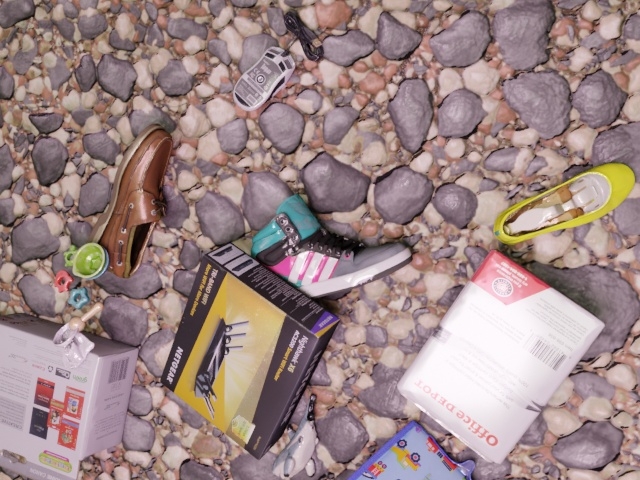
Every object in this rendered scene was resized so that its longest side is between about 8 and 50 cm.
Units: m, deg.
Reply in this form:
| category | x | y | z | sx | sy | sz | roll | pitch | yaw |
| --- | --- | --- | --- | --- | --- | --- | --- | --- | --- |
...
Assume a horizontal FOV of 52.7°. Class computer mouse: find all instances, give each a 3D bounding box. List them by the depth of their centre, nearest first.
| category | x | y | z | sx | sy | sz | roll | pitch | yaw |
| --- | --- | --- | --- | --- | --- | --- | --- | --- | --- |
| computer mouse | -0.085 | -0.319 | 1.195 | 0.193 | 0.042 | 0.106 | -45 | 81 | 7 |

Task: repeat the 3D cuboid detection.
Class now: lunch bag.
| category | x | y | z | sx | sy | sz | roll | pitch | yaw |
| --- | --- | --- | --- | --- | --- | --- | --- | --- | --- |
| lunch bag | 0.141 | 0.451 | 1.037 | 0.293 | 0.138 | 0.221 | -38 | 69 | -16 |

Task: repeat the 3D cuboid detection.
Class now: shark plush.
| category | x | y | z | sx | sy | sz | roll | pitch | yaw |
| --- | --- | --- | --- | --- | --- | --- | --- | --- | --- |
| shark plush | -0.046 | 0.358 | 1.170 | 0.067 | 0.073 | 0.162 | 19 | 101 | 48 |

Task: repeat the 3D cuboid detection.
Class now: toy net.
| category | x | y | z | sx | sy | sz | roll | pitch | yaw |
| --- | --- | --- | --- | --- | --- | --- | --- | --- | --- |
| toy net | -0.462 | 0.119 | 1.201 | 0.121 | 0.045 | 0.233 | 5 | 75 | 16 |

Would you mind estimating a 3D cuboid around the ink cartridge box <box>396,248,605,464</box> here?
| category | x | y | z | sx | sy | sz | roll | pitch | yaw |
| --- | --- | --- | --- | --- | --- | --- | --- | --- | --- |
| ink cartridge box | 0.280 | 0.179 | 1.029 | 0.197 | 0.114 | 0.273 | 36 | 99 | 14 |

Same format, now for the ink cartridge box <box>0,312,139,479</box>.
| category | x | y | z | sx | sy | sz | roll | pitch | yaw |
| --- | --- | --- | --- | --- | --- | --- | --- | --- | --- |
| ink cartridge box | -0.551 | 0.314 | 1.294 | 0.309 | 0.130 | 0.272 | 13 | 93 | 18 |

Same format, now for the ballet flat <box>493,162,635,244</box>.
| category | x | y | z | sx | sy | sz | roll | pitch | yaw |
| --- | --- | --- | --- | --- | --- | --- | --- | --- | --- |
| ballet flat | 0.383 | -0.054 | 1.016 | 0.230 | 0.077 | 0.077 | -25 | 81 | 16 |

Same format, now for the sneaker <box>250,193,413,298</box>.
| category | x | y | z | sx | sy | sz | roll | pitch | yaw |
| --- | --- | --- | --- | --- | --- | --- | --- | --- | --- |
| sneaker | 0.000 | 0.000 | 1.125 | 0.295 | 0.124 | 0.179 | -16 | 94 | 19 |

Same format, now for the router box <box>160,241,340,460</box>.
| category | x | y | z | sx | sy | sz | roll | pitch | yaw |
| --- | --- | --- | --- | --- | --- | --- | --- | --- | --- |
| router box | -0.133 | 0.196 | 1.132 | 0.242 | 0.081 | 0.309 | 33 | 120 | 16 |

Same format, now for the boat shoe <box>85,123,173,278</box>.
| category | x | y | z | sx | sy | sz | roll | pitch | yaw |
| --- | --- | --- | --- | --- | --- | --- | --- | --- | --- |
| boat shoe | -0.342 | -0.070 | 1.249 | 0.104 | 0.110 | 0.308 | 33 | 109 | 13 |
